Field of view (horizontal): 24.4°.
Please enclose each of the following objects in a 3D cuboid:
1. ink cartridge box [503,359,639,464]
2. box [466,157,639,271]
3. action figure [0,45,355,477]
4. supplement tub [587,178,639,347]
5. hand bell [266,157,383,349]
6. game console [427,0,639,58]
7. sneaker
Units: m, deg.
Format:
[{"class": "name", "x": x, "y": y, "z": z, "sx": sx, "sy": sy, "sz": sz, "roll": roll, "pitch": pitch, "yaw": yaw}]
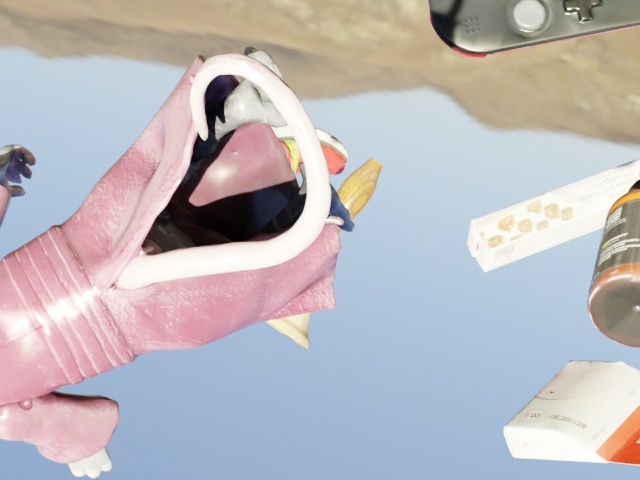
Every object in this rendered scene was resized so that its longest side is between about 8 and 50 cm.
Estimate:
[{"class": "ink cartridge box", "x": 0.391, "y": 0.229, "z": 1.991, "sx": 0.232, "sy": 0.066, "sz": 0.189, "roll": -8, "pitch": -160, "yaw": 45}, {"class": "box", "x": 0.381, "y": -0.042, "z": 2.296, "sx": 0.324, "sy": 0.067, "sz": 0.063, "roll": -20, "pitch": -121, "yaw": -16}, {"class": "action figure", "x": -0.150, "y": 0.050, "z": 0.983, "sx": 0.370, "sy": 0.248, "sz": 0.276, "roll": -31, "pitch": -169, "yaw": -3}, {"class": "supplement tub", "x": 0.347, "y": 0.015, "z": 1.569, "sx": 0.106, "sy": 0.106, "sz": 0.198, "roll": 16, "pitch": -138, "yaw": 9}, {"class": "hand bell", "x": 0.000, "y": 0.000, "z": 1.832, "sx": 0.126, "sy": 0.242, "sz": 0.126, "roll": 34, "pitch": 175, "yaw": 3}, {"class": "game console", "x": 0.283, "y": -0.439, "z": 1.878, "sx": 0.342, "sy": 0.386, "sz": 0.060, "roll": -11, "pitch": 174, "yaw": 8}, {"class": "sneaker", "x": -0.073, "y": -0.116, "z": 2.222, "sx": 0.279, "sy": 0.118, "sz": 0.107, "roll": 8, "pitch": 172, "yaw": -43}]
